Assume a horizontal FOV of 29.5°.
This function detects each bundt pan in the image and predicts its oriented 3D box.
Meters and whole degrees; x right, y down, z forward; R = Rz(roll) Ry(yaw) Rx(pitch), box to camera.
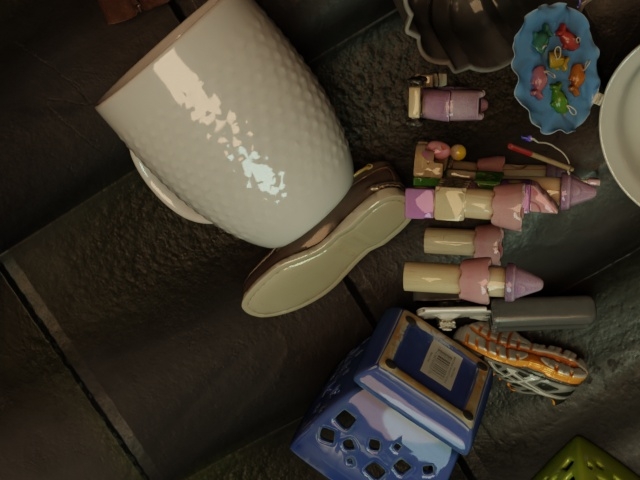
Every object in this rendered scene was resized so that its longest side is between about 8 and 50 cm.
[{"bbox_3d":[0.235,-0.396,1.654,0.330,0.124,0.331,-17,139,-15],"label":"bundt pan"}]

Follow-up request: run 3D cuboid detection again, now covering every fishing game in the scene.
[{"bbox_3d":[0.328,-0.231,1.642,0.041,0.189,0.264,3,80,49],"label":"fishing game"}]

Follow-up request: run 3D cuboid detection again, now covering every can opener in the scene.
[{"bbox_3d":[0.283,0.099,1.881,0.280,0.074,0.093,2,76,5],"label":"can opener"}]

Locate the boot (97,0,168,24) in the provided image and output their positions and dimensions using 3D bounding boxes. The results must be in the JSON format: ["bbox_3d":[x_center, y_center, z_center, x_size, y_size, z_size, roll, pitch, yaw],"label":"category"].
[{"bbox_3d":[-0.265,-0.459,1.816,0.248,0.090,0.207,-24,114,14],"label":"boot"}]

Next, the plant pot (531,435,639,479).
[{"bbox_3d":[0.423,0.486,1.913,0.228,0.207,0.227,37,109,-2],"label":"plant pot"}]

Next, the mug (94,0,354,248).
[{"bbox_3d":[-0.146,-0.147,1.803,0.328,0.276,0.374,49,138,-14],"label":"mug"}]

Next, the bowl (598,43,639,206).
[{"bbox_3d":[0.554,-0.172,1.712,0.297,0.134,0.298,10,114,23],"label":"bowl"}]

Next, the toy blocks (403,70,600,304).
[{"bbox_3d":[0.265,-0.085,1.726,0.260,0.288,0.309,3,104,12],"label":"toy blocks"}]

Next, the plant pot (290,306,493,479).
[{"bbox_3d":[0.126,0.255,1.854,0.236,0.236,0.212,34,123,0],"label":"plant pot"}]

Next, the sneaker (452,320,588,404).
[{"bbox_3d":[0.306,0.197,1.912,0.214,0.084,0.083,22,126,8],"label":"sneaker"}]

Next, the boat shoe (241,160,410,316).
[{"bbox_3d":[0.000,0.000,1.891,0.324,0.097,0.116,-38,138,21],"label":"boat shoe"}]
